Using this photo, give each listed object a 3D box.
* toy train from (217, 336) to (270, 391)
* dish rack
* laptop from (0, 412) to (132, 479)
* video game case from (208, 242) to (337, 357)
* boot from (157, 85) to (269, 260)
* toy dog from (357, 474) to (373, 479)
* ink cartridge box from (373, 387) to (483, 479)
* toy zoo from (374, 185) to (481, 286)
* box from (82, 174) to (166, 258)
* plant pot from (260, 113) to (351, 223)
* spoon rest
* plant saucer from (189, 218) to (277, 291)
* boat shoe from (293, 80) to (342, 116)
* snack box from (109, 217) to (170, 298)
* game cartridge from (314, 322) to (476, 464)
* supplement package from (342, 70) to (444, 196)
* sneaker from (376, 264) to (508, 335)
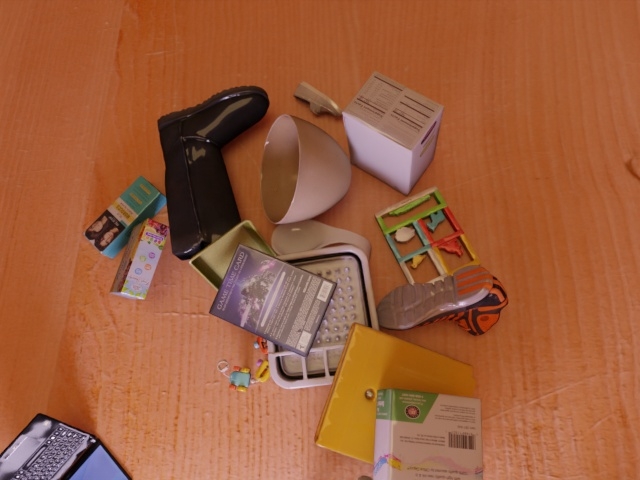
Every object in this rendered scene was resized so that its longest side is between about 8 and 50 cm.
[{"bbox_3d":[-0.176,0.318,1.174,0.166,0.046,0.125,-30,69,-5],"label":"toy train"},{"bbox_3d":[0.002,0.191,1.150,0.285,0.072,0.333,-9,81,7],"label":"dish rack"},{"bbox_3d":[-0.656,0.601,1.105,0.234,0.264,0.136,-49,35,-9],"label":"laptop"},{"bbox_3d":[-0.120,0.145,1.127,0.274,0.026,0.196,22,85,12],"label":"video game case"},{"bbox_3d":[-0.282,-0.193,1.300,0.366,0.146,0.446,-18,67,11],"label":"boot"},{"bbox_3d":[0.067,0.640,0.996,0.333,0.161,0.220,19,72,-1],"label":"toy dog"},{"bbox_3d":[0.219,0.462,0.931,0.201,0.117,0.279,9,69,-7],"label":"ink cartridge box"},{"bbox_3d":[0.292,0.016,1.204,0.192,0.030,0.293,-25,70,0],"label":"toy zoo"},{"bbox_3d":[-0.584,-0.072,1.355,0.100,0.060,0.244,39,81,18],"label":"box"},{"bbox_3d":[-0.029,-0.180,1.219,0.190,0.284,0.285,4,69,-27],"label":"plant pot"},{"bbox_3d":[0.000,0.000,1.221,0.276,0.084,0.137,8,56,9],"label":"spoon rest"},{"bbox_3d":[-0.231,0.045,1.213,0.188,0.188,0.045,-36,44,-4],"label":"plant saucer"},{"bbox_3d":[-0.010,-0.420,1.380,0.184,0.066,0.063,39,96,16],"label":"boat shoe"},{"bbox_3d":[-0.502,0.056,1.245,0.070,0.174,0.207,25,72,-29],"label":"snack box"},{"bbox_3d":[0.181,0.379,1.046,0.323,0.053,0.286,22,77,-5],"label":"game cartridge"},{"bbox_3d":[0.189,-0.271,1.191,0.204,0.262,0.145,34,80,17],"label":"supplement package"},{"bbox_3d":[0.302,0.181,1.102,0.321,0.180,0.125,-22,44,36],"label":"sneaker"}]
